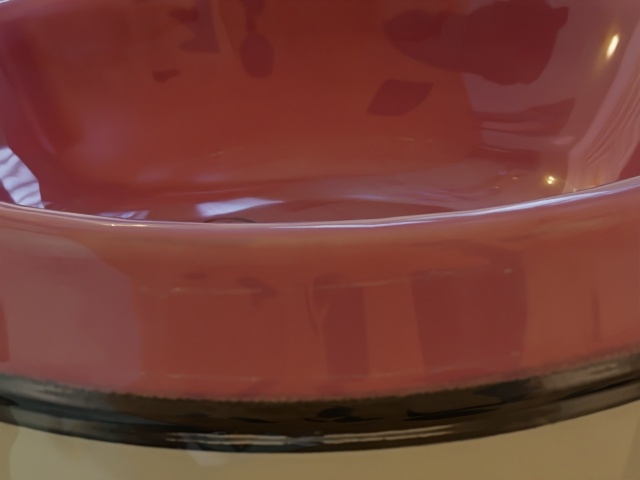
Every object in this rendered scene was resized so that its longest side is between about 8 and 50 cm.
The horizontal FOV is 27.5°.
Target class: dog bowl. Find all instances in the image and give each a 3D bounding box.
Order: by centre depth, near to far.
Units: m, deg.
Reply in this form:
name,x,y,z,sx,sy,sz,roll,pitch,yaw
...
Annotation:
name,x,y,z,sx,sy,sz,roll,pitch,yaw
dog bowl,0.000,0.000,0.480,0.408,0.408,0.150,-15,-64,-29
